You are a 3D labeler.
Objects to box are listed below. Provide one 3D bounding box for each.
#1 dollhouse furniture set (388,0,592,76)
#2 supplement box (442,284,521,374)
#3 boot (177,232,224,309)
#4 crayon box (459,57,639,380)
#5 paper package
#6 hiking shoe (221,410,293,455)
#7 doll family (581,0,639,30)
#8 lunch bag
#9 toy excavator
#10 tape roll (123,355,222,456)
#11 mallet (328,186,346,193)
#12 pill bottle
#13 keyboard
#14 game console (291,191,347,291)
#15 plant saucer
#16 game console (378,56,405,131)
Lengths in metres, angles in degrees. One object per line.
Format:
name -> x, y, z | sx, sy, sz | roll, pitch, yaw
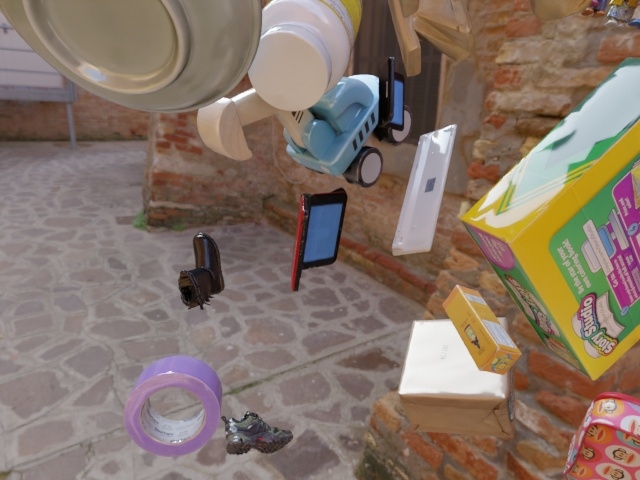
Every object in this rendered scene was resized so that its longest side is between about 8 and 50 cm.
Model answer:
dollhouse furniture set -> 0.217, -0.387, 0.371 | 0.363, 0.256, 0.394 | -13, -8, 12
supplement box -> 0.388, 0.214, 1.083 | 0.080, 0.078, 0.233 | 19, 28, -18
boot -> -0.206, 0.052, 0.745 | 0.045, 0.121, 0.099 | -12, 6, 15
crayon box -> 0.418, -0.010, 0.643 | 0.313, 0.363, 0.106 | -43, 31, 1
paper package -> 0.418, 0.398, 1.341 | 0.310, 0.168, 0.324 | -8, 29, 27
hiking shoe -> -0.171, 0.532, 1.248 | 0.227, 0.086, 0.114 | 23, 29, -43
doll family -> 0.746, -0.648, 1.126 | 0.263, 0.163, 0.118 | 16, 9, -12
lunch bag -> 0.693, 0.486, 0.949 | 0.258, 0.293, 0.120 | 22, 44, 30
toy excavator -> -0.029, -0.292, 1.063 | 0.222, 0.432, 0.445 | 26, -13, 41
tape roll -> -0.302, 0.344, 0.923 | 0.189, 0.188, 0.080 | 1, 11, -9
mallet -> 0.013, -0.109, 1.277 | 0.062, 0.039, 0.190 | -30, 5, -23
pill bottle -> -0.027, -0.398, 0.862 | 0.188, 0.187, 0.333 | 7, 46, 9
keyboard -> 0.178, -0.090, 0.746 | 0.072, 0.255, 0.014 | -6, -34, 42
game console -> 0.000, 0.000, 0.732 | 0.085, 0.143, 0.124 | 6, 25, -6
plant saucer -> -0.287, -0.325, 0.626 | 0.401, 0.400, 0.100 | 4, 54, -1
game console -> 0.156, -0.294, 0.899 | 0.071, 0.122, 0.107 | 0, 2, -10
